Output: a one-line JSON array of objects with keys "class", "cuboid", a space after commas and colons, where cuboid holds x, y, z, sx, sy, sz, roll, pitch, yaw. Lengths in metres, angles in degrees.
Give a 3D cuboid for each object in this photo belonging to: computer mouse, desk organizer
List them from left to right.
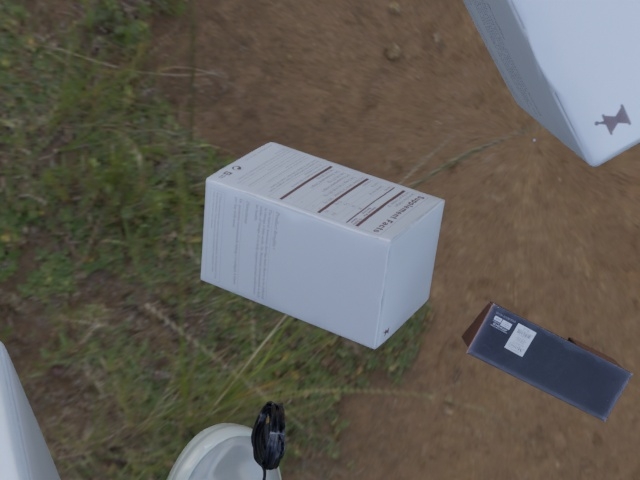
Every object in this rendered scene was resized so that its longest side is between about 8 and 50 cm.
[{"class": "computer mouse", "cuboid": [-0.038, 0.216, 0.953, 0.041, 0.242, 0.071, 21, 124, -12]}, {"class": "desk organizer", "cuboid": [0.185, 0.095, 0.990, 0.130, 0.050, 0.047, 27, 98, -6]}]

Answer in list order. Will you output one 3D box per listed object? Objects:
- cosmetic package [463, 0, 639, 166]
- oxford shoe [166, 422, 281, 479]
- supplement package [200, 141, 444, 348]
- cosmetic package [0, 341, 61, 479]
[{"class": "cosmetic package", "cuboid": [0.183, -0.166, 0.769, 0.151, 0.183, 0.151, -29, 110, 4]}, {"class": "oxford shoe", "cuboid": [-0.073, 0.395, 1.110, 0.130, 0.169, 0.449, 4, 92, 49]}, {"class": "supplement package", "cuboid": [0.000, 0.000, 1.031, 0.179, 0.105, 0.105, 21, 121, 23]}, {"class": "cosmetic package", "cuboid": [-0.327, 0.347, 0.872, 0.329, 0.327, 0.393, -15, 56, -10]}]
